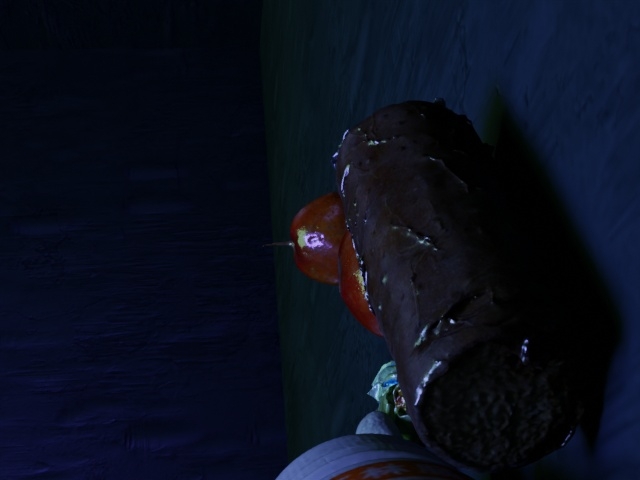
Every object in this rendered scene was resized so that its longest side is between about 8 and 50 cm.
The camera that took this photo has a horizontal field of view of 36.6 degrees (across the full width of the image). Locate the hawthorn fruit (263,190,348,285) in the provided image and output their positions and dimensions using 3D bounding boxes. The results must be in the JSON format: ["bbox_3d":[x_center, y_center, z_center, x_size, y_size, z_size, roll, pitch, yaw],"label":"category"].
[{"bbox_3d":[0.015,-0.003,1.269,0.125,0.140,0.125,2,-93,-64],"label":"hawthorn fruit"}]

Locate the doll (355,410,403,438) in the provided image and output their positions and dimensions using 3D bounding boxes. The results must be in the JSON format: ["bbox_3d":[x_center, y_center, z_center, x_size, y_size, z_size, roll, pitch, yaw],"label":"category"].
[{"bbox_3d":[0.086,0.266,0.919,0.103,0.072,0.214,-22,82,66],"label":"doll"}]

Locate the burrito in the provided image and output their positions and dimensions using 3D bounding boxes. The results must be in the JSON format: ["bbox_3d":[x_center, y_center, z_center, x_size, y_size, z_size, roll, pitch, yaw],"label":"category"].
[{"bbox_3d":[0.080,0.186,1.062,0.288,0.054,0.104,102,166,-68],"label":"burrito"}]

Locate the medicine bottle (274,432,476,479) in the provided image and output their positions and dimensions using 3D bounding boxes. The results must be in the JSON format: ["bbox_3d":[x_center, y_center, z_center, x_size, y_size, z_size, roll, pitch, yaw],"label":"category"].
[{"bbox_3d":[0.058,0.249,0.603,0.371,0.211,0.211,180,88,-83],"label":"medicine bottle"}]

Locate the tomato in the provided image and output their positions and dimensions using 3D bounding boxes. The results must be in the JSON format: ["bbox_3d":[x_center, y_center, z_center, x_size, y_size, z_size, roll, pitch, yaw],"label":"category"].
[{"bbox_3d":[0.055,0.042,1.139,0.155,0.069,0.155,178,90,-84],"label":"tomato"}]

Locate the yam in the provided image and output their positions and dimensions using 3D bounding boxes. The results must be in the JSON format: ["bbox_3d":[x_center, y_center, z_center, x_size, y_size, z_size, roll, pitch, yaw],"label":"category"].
[{"bbox_3d":[0.090,0.013,0.653,0.279,0.131,0.131,-105,15,-54],"label":"yam"}]
